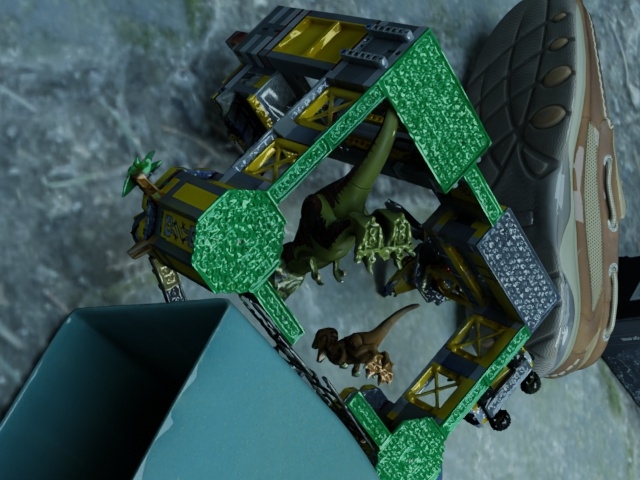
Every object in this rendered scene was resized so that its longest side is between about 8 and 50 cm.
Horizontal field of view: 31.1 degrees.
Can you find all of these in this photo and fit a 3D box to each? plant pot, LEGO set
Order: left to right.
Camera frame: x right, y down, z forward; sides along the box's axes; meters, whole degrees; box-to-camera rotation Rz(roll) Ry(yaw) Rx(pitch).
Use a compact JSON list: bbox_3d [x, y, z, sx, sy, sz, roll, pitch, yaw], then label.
[{"bbox_3d":[-0.066,0.173,0.689,0.234,0.165,0.166,46,57,-31],"label":"plant pot"},{"bbox_3d":[0.000,0.000,0.785,0.255,0.192,0.331,-53,128,-11],"label":"LEGO set"}]

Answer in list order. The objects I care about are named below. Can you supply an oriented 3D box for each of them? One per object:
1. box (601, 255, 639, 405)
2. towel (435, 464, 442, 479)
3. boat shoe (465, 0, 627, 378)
[{"bbox_3d":[0.341,0.090,1.004,0.158,0.156,0.093,50,57,-18],"label":"box"},{"bbox_3d":[0.058,0.211,0.848,0.067,0.029,0.120,15,73,-34],"label":"towel"},{"bbox_3d":[0.190,-0.045,0.953,0.116,0.123,0.325,13,80,-42],"label":"boat shoe"}]
